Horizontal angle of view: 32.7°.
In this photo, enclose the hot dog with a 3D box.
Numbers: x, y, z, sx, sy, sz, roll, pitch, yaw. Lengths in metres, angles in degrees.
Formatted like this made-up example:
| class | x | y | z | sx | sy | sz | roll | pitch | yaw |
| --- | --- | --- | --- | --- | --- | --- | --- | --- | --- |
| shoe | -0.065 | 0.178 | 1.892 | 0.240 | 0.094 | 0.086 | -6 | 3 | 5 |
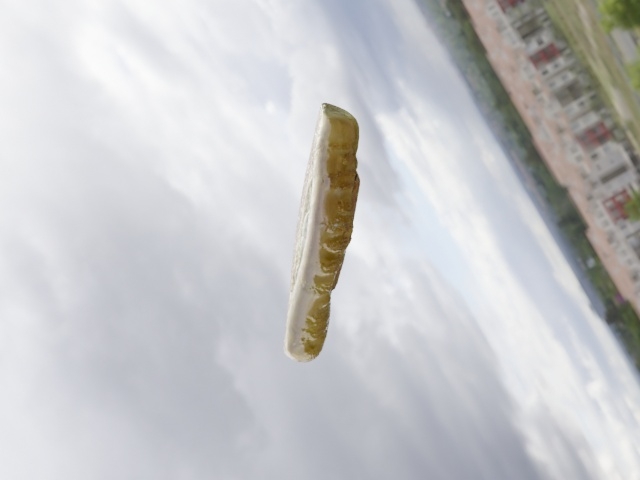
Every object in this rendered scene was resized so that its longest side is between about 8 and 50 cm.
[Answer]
| class | x | y | z | sx | sy | sz | roll | pitch | yaw |
| --- | --- | --- | --- | --- | --- | --- | --- | --- | --- |
| hot dog | 0.001 | 0.000 | 0.558 | 0.044 | 0.028 | 0.137 | -91 | 11 | -76 |
